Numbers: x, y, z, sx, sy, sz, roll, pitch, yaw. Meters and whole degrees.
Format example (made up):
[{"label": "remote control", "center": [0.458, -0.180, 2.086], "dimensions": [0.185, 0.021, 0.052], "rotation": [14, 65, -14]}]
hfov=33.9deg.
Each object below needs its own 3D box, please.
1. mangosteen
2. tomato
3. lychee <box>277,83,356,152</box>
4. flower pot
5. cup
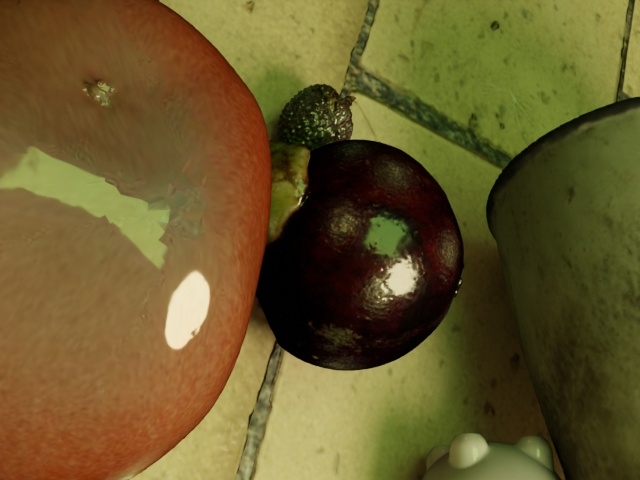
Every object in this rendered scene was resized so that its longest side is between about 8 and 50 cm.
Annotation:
[{"label": "mangosteen", "center": [0.000, 0.000, 0.827], "dimensions": [0.231, 0.194, 0.194], "rotation": [24, 61, -11]}, {"label": "tomato", "center": [-0.190, -0.015, 0.659], "dimensions": [0.342, 0.273, 0.341], "rotation": [11, 67, -29]}, {"label": "lychee", "center": [-0.001, -0.105, 0.934], "dimensions": [0.083, 0.068, 0.067], "rotation": [-28, 108, -20]}, {"label": "flower pot", "center": [0.313, 0.086, 0.887], "dimensions": [0.294, 0.293, 0.330], "rotation": [11, 57, -28]}, {"label": "cup", "center": [0.158, 0.239, 0.866], "dimensions": [0.174, 0.134, 0.141], "rotation": [12, 65, -27]}]
